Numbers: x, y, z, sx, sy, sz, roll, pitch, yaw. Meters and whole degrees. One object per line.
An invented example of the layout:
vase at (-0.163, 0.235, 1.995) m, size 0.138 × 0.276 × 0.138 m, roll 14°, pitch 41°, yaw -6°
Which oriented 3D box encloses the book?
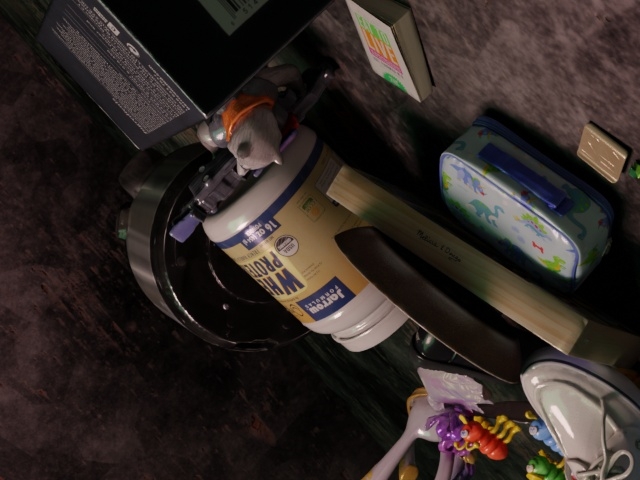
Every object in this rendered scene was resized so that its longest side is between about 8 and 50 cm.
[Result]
book at (0.084, -0.244, 1.386) m, size 0.096 × 0.035 × 0.144 m, roll 39°, pitch 167°, yaw 36°

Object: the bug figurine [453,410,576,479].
bug figurine at (0.336, 0.320, 1.690) m, size 0.216 × 0.072 × 0.279 m, roll 34°, pitch 158°, yaw -13°

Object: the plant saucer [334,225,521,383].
plant saucer at (0.154, 0.072, 1.501) m, size 0.311 × 0.050 × 0.310 m, roll 36°, pitch -170°, yaw -7°

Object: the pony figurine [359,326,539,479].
pony figurine at (0.237, 0.324, 2.002) m, size 0.303 × 0.363 × 0.351 m, roll 24°, pitch 174°, yaw -33°

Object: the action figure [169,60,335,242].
action figure at (-0.165, -0.179, 1.630) m, size 0.178 × 0.341 × 0.330 m, roll 34°, pitch -173°, yaw -44°

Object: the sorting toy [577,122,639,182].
sorting toy at (0.316, -0.088, 1.217) m, size 0.083 × 0.012 × 0.062 m, roll 43°, pitch 162°, yaw 20°

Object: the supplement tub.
supplement tub at (0.000, 0.000, 1.737) m, size 0.316 × 0.228 × 0.228 m, roll 43°, pitch 167°, yaw -17°

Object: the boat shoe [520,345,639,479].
boat shoe at (0.387, 0.307, 1.473) m, size 0.367 × 0.156 × 0.136 m, roll 48°, pitch 131°, yaw -5°

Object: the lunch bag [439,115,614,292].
lunch bag at (0.250, -0.043, 1.371) m, size 0.219 × 0.090 × 0.176 m, roll 38°, pitch 166°, yaw 23°

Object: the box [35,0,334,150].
box at (-0.146, -0.292, 1.337) m, size 0.212 × 0.293 × 0.395 m, roll 47°, pitch 165°, yaw -12°

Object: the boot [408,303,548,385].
boot at (0.274, 0.127, 1.752) m, size 0.247 × 0.094 × 0.207 m, roll 8°, pitch 138°, yaw -10°

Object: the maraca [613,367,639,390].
maraca at (0.456, 0.255, 1.603) m, size 0.127 × 0.099 × 0.185 m, roll 35°, pitch -162°, yaw -46°

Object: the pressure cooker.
pressure cooker at (-0.165, -0.007, 2.022) m, size 0.420 × 0.376 × 0.369 m, roll -169°, pitch 71°, yaw -71°

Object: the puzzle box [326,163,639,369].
puzzle box at (0.228, 0.037, 1.524) m, size 0.409 × 0.052 × 0.272 m, roll 35°, pitch -171°, yaw 31°
